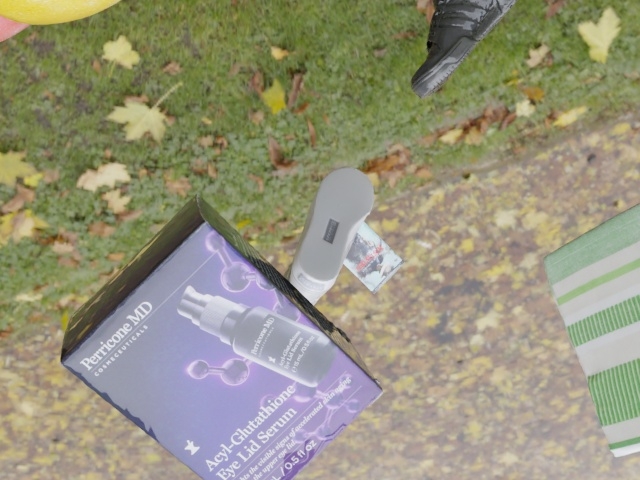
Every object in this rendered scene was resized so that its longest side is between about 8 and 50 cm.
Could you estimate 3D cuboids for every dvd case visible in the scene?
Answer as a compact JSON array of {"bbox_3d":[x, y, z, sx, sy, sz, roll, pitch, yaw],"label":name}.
[{"bbox_3d":[0.090,0.030,1.455,0.087,0.013,0.119,-45,101,-2],"label":"dvd case"}]

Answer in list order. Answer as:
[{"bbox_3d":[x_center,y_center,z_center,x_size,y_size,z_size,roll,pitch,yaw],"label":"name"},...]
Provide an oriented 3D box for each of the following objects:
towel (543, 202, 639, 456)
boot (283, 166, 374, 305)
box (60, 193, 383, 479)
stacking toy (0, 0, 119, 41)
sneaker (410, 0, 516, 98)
[{"bbox_3d":[0.461,0.128,1.102,0.038,0.324,0.248,-3,158,-33],"label":"towel"},{"bbox_3d":[0.000,0.000,1.198,0.095,0.258,0.123,31,138,-4],"label":"boot"},{"bbox_3d":[-0.079,0.091,0.623,0.153,0.108,0.207,-45,109,1],"label":"box"},{"bbox_3d":[-0.209,-0.254,0.496,0.480,0.350,0.350,4,136,11],"label":"stacking toy"},{"bbox_3d":[0.109,-0.204,0.636,0.089,0.051,0.170,42,82,0],"label":"sneaker"}]
